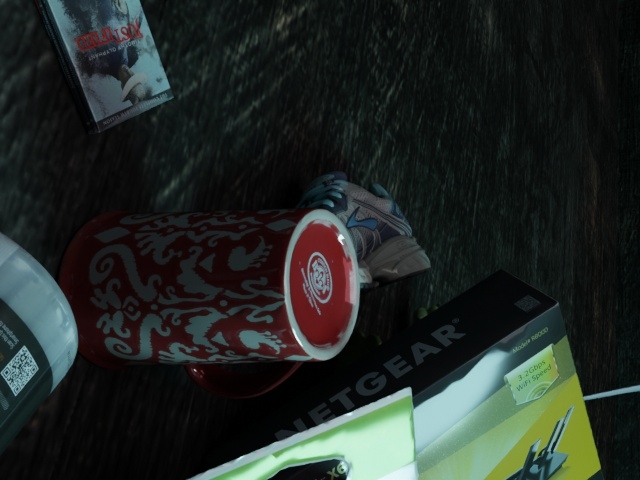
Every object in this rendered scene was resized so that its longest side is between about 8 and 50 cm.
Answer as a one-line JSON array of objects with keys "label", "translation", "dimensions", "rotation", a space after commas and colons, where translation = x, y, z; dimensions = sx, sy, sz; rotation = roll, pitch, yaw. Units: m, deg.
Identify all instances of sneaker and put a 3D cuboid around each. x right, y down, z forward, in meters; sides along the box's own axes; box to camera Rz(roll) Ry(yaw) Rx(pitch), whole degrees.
[{"label": "sneaker", "translation": [0.000, 0.000, 0.691], "dimensions": [0.283, 0.110, 0.122], "rotation": [-8, 76, -62]}]

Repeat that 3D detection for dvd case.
[{"label": "dvd case", "translation": [-0.151, -0.144, 0.510], "dimensions": [0.087, 0.013, 0.119], "rotation": [-44, 125, -52]}]

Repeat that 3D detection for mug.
[{"label": "mug", "translation": [-0.060, 0.037, 0.491], "dimensions": [0.150, 0.169, 0.113], "rotation": [39, 53, -51]}]

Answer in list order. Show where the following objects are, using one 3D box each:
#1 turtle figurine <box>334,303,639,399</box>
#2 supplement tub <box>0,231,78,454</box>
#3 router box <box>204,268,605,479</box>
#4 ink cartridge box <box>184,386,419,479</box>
[{"label": "turtle figurine", "translation": [0.162, 0.137, 0.825], "dimensions": [0.266, 0.275, 0.197], "rotation": [16, 46, -52]}, {"label": "supplement tub", "translation": [-0.200, 0.081, 0.302], "dimensions": [0.117, 0.117, 0.190], "rotation": [65, 36, -31]}, {"label": "router box", "translation": [0.091, 0.207, 0.644], "dimensions": [0.309, 0.081, 0.242], "rotation": [-31, 119, -12]}, {"label": "ink cartridge box", "translation": [-0.031, 0.216, 0.476], "dimensions": [0.189, 0.097, 0.255], "rotation": [-15, 112, -27]}]
